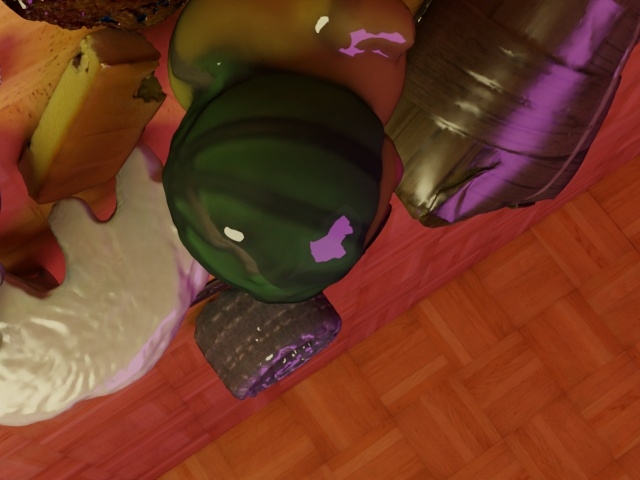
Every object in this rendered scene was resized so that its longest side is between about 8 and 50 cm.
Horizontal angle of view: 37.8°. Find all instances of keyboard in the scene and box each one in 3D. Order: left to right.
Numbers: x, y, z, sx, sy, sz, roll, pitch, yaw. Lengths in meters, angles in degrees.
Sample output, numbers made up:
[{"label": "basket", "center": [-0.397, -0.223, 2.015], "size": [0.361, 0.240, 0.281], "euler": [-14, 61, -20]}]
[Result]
[{"label": "keyboard", "center": [-0.184, 0.082, 1.513], "size": [0.129, 0.015, 0.049], "euler": [-30, 169, -23]}]

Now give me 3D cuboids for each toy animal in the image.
[{"label": "toy animal", "center": [-0.252, 0.043, 0.995], "size": [0.188, 0.266, 0.308], "euler": [47, 54, -89]}, {"label": "toy animal", "center": [-0.031, -0.115, 0.748], "size": [0.191, 0.338, 0.216], "euler": [15, 154, -13]}]

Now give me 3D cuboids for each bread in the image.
[{"label": "bread", "center": [-0.187, -0.105, 0.789], "size": [0.088, 0.049, 0.226], "euler": [-21, 168, -38]}]

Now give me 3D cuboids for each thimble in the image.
[{"label": "thimble", "center": [-0.095, 0.150, 1.623], "size": [0.236, 0.172, 0.205], "euler": [-41, 162, 10]}]

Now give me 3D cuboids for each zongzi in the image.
[{"label": "zongzi", "center": [0.305, -0.255, 1.081], "size": [0.467, 0.218, 0.500], "euler": [-13, 143, -56]}]

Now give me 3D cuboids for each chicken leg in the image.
[{"label": "chicken leg", "center": [-0.149, -0.190, 0.644], "size": [0.105, 0.063, 0.234], "euler": [-38, 168, 27]}]

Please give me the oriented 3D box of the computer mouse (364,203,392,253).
[{"label": "computer mouse", "center": [0.002, 0.004, 1.495], "size": [0.183, 0.116, 0.323], "euler": [-39, 167, 33]}]

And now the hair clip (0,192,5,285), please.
[{"label": "hair clip", "center": [-0.355, 0.042, 0.795], "size": [0.172, 0.113, 0.282], "euler": [2, 140, -46]}]

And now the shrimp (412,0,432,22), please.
[{"label": "shrimp", "center": [0.159, -0.241, 1.199], "size": [0.169, 0.058, 0.296], "euler": [-34, 162, -15]}]
